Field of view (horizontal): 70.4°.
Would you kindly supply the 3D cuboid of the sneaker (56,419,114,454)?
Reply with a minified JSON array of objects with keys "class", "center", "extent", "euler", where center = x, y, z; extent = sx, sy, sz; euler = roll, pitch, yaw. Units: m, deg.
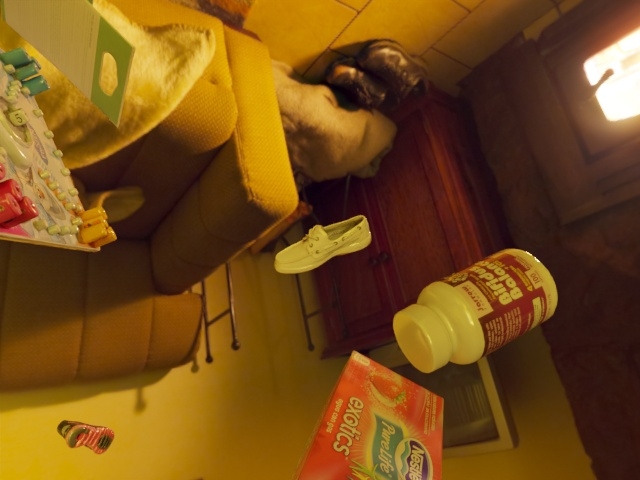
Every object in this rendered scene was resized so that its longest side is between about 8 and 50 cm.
[{"class":"sneaker","center":[-0.416,0.343,0.803],"extent":[0.057,0.047,0.119],"euler":[13,151,23]}]

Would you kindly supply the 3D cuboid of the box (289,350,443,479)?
[{"class":"box","center":[0.040,0.282,0.512],"extent":[0.154,0.142,0.300],"euler":[-66,172,19]}]

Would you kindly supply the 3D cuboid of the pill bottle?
[{"class":"pill bottle","center":[0.302,0.140,0.901],"extent":[0.301,0.169,0.169],"euler":[-22,165,-21]}]

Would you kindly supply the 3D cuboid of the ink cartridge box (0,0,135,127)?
[{"class":"ink cartridge box","center":[-0.343,-0.301,0.634],"extent":[0.056,0.235,0.171],"euler":[-52,-174,-39]}]

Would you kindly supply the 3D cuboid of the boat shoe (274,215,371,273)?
[{"class":"boat shoe","center":[0.000,0.000,1.208],"extent":[0.277,0.098,0.096],"euler":[-22,129,-11]}]

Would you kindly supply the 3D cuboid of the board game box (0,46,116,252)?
[{"class":"board game box","center":[-0.454,-0.178,0.672],"extent":[0.050,0.390,0.390],"euler":[-24,179,-9]}]
